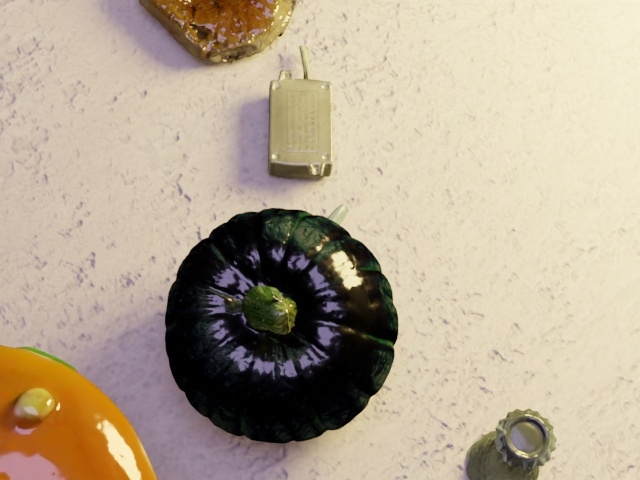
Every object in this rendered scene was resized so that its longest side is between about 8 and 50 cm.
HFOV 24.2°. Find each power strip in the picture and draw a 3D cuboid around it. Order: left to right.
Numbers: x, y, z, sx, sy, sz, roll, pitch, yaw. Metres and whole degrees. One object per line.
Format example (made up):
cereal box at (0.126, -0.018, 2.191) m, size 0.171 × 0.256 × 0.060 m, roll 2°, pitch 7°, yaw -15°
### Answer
power strip at (-0.023, -0.149, 1.716) m, size 0.075 × 0.042 × 0.175 m, roll 2°, pitch 68°, yaw -3°

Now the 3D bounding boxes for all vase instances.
vase at (0.200, 0.218, 1.538) m, size 0.081 × 0.149 × 0.081 m, roll 1°, pitch 69°, yaw -2°

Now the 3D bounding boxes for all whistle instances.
whistle at (0.000, 0.000, 1.667) m, size 0.035 × 0.035 × 0.100 m, roll 33°, pitch 70°, yaw 9°

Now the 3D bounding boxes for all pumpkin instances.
pumpkin at (-0.043, 0.080, 1.523) m, size 0.248 × 0.248 × 0.248 m, roll 1°, pitch 70°, yaw -3°

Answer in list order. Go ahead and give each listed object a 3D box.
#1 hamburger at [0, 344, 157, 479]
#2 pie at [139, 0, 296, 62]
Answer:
hamburger at (-0.337, 0.282, 1.417) m, size 0.395 × 0.277 × 0.396 m, roll 2°, pitch 70°, yaw -4°
pie at (-0.119, -0.304, 1.766) m, size 0.195 × 0.046 × 0.195 m, roll 1°, pitch 69°, yaw -4°
